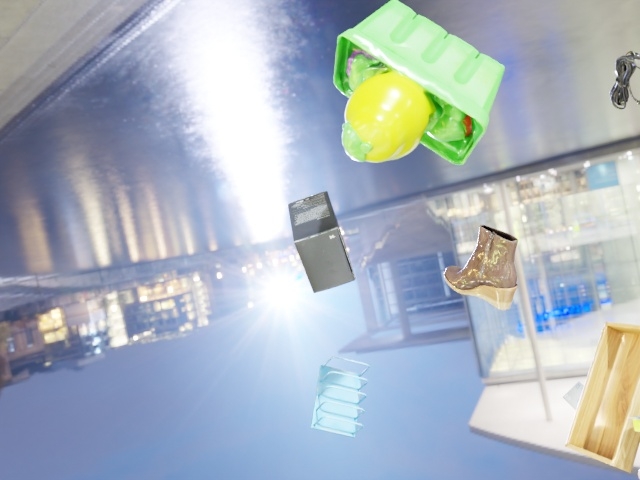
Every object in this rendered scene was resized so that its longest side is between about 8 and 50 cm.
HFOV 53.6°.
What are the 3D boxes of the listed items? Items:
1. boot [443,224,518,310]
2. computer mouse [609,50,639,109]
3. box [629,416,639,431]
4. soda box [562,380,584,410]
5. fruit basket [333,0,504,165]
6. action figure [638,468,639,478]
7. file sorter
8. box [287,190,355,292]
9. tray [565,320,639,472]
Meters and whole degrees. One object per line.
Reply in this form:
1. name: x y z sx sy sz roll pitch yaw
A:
1. boot: 0.427 0.052 1.687 0.090 0.207 0.248 -15 -155 -29
2. computer mouse: 0.708 -0.288 1.277 0.060 0.262 0.184 -40 145 -3
3. box: 0.938 0.494 1.714 0.178 0.043 0.109 3 168 -31
4. soda box: 0.990 0.623 2.244 0.091 0.098 0.286 -46 -160 5
5. fruit basket: 0.171 -0.285 1.366 0.391 0.392 0.283 -12 167 -4
6. action figure: 0.789 0.458 1.210 0.248 0.370 0.276 -36 -156 -1
7. file sorter: 0.055 0.400 1.630 0.118 0.170 0.104 15 148 -9
8. box: 0.000 0.000 1.519 0.108 0.153 0.207 -18 -152 3
9. tray: 0.884 0.453 1.882 0.076 0.411 0.203 24 171 -16
